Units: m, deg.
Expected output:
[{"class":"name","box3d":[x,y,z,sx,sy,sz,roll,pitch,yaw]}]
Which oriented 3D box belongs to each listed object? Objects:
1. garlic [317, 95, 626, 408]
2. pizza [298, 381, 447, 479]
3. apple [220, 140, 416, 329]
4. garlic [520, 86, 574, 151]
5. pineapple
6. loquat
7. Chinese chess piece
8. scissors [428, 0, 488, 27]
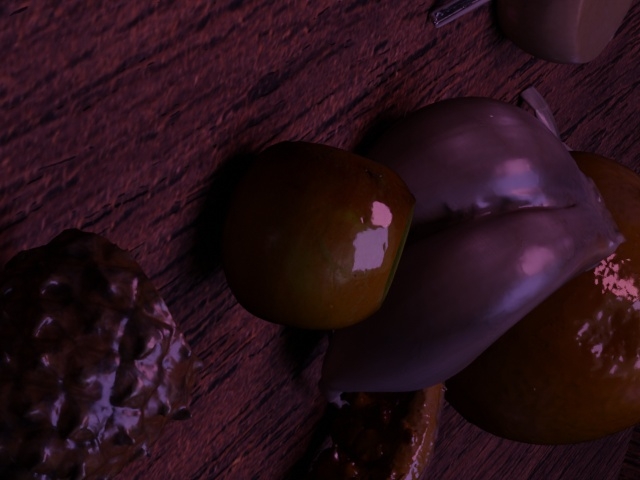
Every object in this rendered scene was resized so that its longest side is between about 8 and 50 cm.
[{"class":"garlic","box3d":[0.097,0.011,1.799,0.340,0.231,0.246,-33,176,10]},{"class":"pizza","box3d":[0.039,0.231,1.941,0.085,0.161,0.305,36,68,-30]},{"class":"apple","box3d":[-0.006,-0.002,1.519,0.163,0.146,0.147,44,60,-86]},{"class":"garlic","box3d":[0.255,-0.082,2.228,0.131,0.127,0.194,-69,148,-73]},{"class":"pineapple","box3d":[-0.207,0.121,1.136,0.278,0.157,0.158,-42,151,-29]},{"class":"loquat","box3d":[0.259,0.064,2.050,0.328,0.328,0.328,-54,156,-36]},{"class":"Chinese chess piece","box3d":[0.284,-0.322,2.032,0.273,0.102,0.273,-54,158,-34]},{"class":"scissors","box3d":[0.183,-0.253,1.818,0.176,0.022,0.085,-29,175,-5]}]
